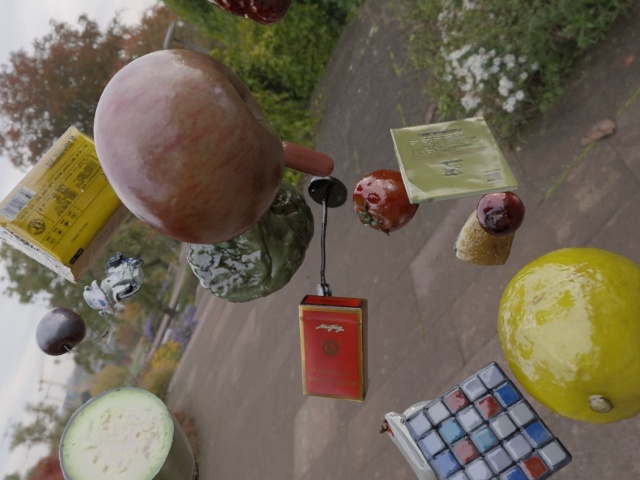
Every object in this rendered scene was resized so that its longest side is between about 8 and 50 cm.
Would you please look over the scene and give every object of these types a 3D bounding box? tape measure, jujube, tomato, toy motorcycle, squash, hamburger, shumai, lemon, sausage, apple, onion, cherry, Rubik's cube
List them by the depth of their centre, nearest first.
[{"bbox_3d":[-0.206,-0.165,0.979,0.269,0.344,0.345,-25,44,30],"label":"apple"},{"bbox_3d":[0.517,0.182,1.115,0.348,0.347,0.348,-163,90,-72],"label":"lemon"},{"bbox_3d":[0.163,-0.099,1.374,0.167,0.167,0.167,-163,90,-72],"label":"tomato"},{"bbox_3d":[-0.180,-0.617,1.381,0.155,0.230,0.155,-47,29,37],"label":"jujube"},{"bbox_3d":[-0.042,-0.200,1.399,0.062,0.154,0.062,-164,90,-70],"label":"sausage"},{"bbox_3d":[-0.458,0.553,1.423,0.384,0.262,0.263,91,-178,-54],"label":"squash"},{"bbox_3d":[-0.207,-0.075,1.432,0.323,0.323,0.398,70,-155,-50],"label":"shumai"},{"bbox_3d":[0.418,0.532,1.460,0.287,0.293,0.292,55,177,30],"label":"Rubik's cube"},{"bbox_3d":[-0.530,0.109,1.469,0.221,0.150,0.102,-121,9,-64],"label":"toy motorcycle"},{"bbox_3d":[-0.677,0.227,1.535,0.188,0.115,0.148,-34,25,-1],"label":"cherry"},{"bbox_3d":[0.491,-0.077,1.545,0.131,0.131,0.131,-163,90,-72],"label":"onion"},{"bbox_3d":[0.501,-0.029,1.689,0.135,0.155,0.208,-118,35,-44],"label":"hamburger"},{"bbox_3d":[0.368,0.654,1.880,0.258,0.265,0.130,48,156,49],"label":"tape measure"}]

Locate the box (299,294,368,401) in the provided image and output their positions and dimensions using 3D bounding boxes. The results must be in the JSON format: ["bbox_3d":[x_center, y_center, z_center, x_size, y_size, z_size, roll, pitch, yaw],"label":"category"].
[{"bbox_3d":[0.033,0.252,1.331,0.074,0.153,0.240,-42,-47,-64],"label":"box"}]

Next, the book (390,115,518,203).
[{"bbox_3d":[0.213,-0.137,0.932,0.013,0.167,0.192,80,-177,-46],"label":"book"}]

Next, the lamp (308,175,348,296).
[{"bbox_3d":[0.037,-0.001,1.475,0.130,0.108,0.371,108,159,-52],"label":"lamp"}]

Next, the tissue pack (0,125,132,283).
[{"bbox_3d":[-0.767,-0.108,1.756,0.382,0.293,0.228,-59,3,-24],"label":"tissue pack"}]
